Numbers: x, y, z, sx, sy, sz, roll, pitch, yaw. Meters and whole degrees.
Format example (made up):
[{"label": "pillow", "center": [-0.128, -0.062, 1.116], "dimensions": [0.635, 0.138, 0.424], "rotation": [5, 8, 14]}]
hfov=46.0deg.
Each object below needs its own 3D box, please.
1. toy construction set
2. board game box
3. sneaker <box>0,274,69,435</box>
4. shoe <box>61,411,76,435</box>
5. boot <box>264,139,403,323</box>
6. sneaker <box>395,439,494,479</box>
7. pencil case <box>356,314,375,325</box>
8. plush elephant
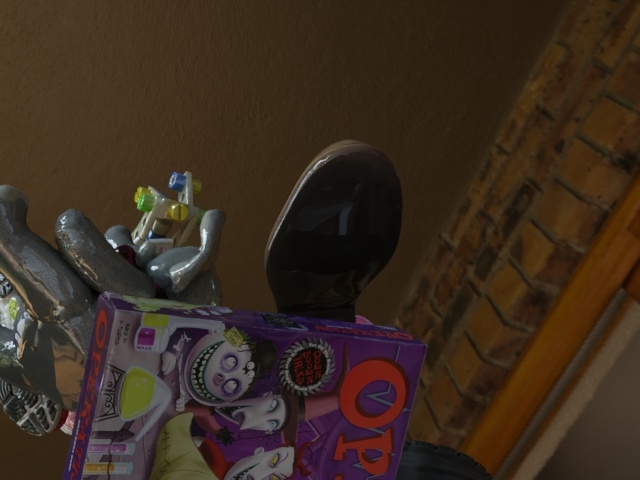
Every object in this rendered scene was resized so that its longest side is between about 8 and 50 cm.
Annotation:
[{"label": "toy construction set", "center": [-0.253, 0.028, 1.223], "dimensions": [0.151, 0.327, 0.215], "rotation": [23, -73, -17]}, {"label": "board game box", "center": [-0.066, 0.215, 0.477], "dimensions": [0.208, 0.056, 0.346], "rotation": [9, -83, -31]}, {"label": "sneaker", "center": [-0.397, 0.150, 1.073], "dimensions": [0.107, 0.279, 0.118], "rotation": [-41, -34, 13]}, {"label": "shoe", "center": [-0.333, 0.247, 1.086], "dimensions": [0.063, 0.178, 0.081], "rotation": [-32, -51, -36]}, {"label": "boot", "center": [0.000, 0.000, 0.706], "dimensions": [0.113, 0.115, 0.305], "rotation": [2, -37, -9]}, {"label": "sneaker", "center": [0.021, 0.235, 0.656], "dimensions": [0.287, 0.130, 0.109], "rotation": [10, -27, -12]}, {"label": "pencil case", "center": [0.064, 0.254, 1.412], "dimensions": [0.124, 0.124, 0.284], "rotation": [-8, -33, -6]}, {"label": "plush elephant", "center": [-0.233, 0.068, 0.905], "dimensions": [0.330, 0.255, 0.271], "rotation": [30, -55, 12]}]
